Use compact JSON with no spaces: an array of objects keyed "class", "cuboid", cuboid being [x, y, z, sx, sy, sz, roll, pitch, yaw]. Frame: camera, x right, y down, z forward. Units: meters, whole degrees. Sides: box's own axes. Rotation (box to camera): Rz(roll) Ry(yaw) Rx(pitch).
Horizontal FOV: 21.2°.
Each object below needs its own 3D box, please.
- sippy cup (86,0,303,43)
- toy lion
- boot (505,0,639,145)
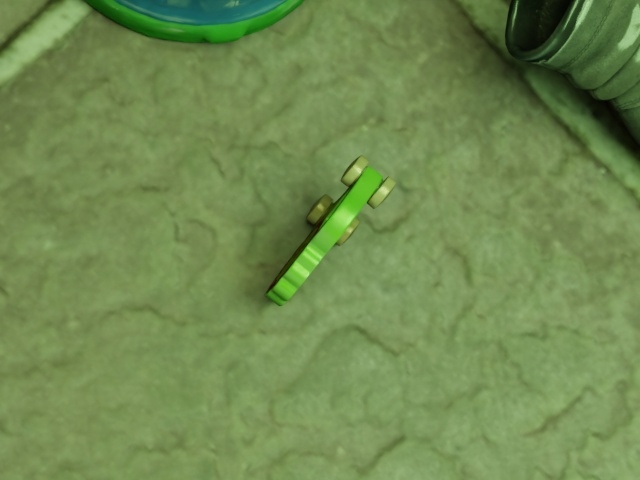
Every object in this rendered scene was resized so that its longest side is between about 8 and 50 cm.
[{"class":"sippy cup","cuboid":[-0.074,-0.274,1.132,0.305,0.224,0.240,-15,82,-14]},{"class":"toy lion","cuboid":[0.000,0.000,1.158,0.034,0.100,0.096,38,56,-3]},{"class":"boot","cuboid":[0.283,-0.219,1.201,0.222,0.118,0.338,38,71,-28]}]
